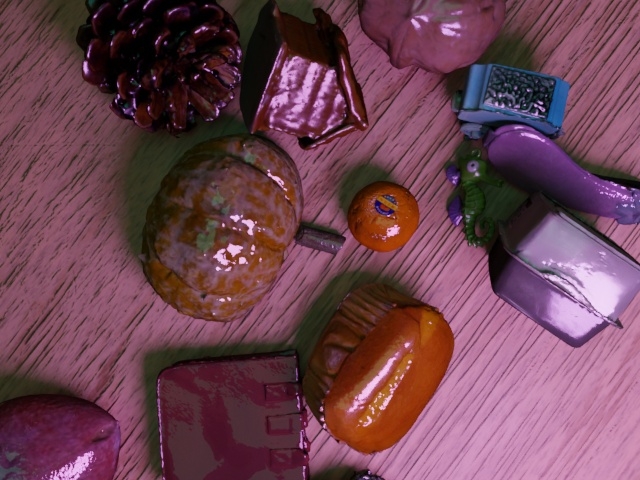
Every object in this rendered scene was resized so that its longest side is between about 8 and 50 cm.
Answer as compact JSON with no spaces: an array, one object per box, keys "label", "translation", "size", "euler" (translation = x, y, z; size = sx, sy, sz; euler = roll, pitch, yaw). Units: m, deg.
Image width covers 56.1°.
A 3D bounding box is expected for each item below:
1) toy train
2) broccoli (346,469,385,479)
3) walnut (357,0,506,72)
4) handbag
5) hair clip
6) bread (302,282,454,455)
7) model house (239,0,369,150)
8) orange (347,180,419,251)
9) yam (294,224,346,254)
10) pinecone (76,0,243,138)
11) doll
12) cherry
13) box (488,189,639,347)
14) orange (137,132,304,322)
[{"label":"toy train","translation":[0.346,-0.247,1.104],"size":[0.203,0.163,0.112],"euler":[10,84,4]},{"label":"broccoli","translation":[0.032,0.541,1.067],"size":[0.198,0.177,0.275],"euler":[41,101,0]},{"label":"walnut","translation":[0.195,-0.422,1.080],"size":[0.227,0.273,0.274],"euler":[-27,82,40]},{"label":"handbag","translation":[-0.159,0.344,1.119],"size":[0.275,0.084,0.260],"euler":[-7,84,2]},{"label":"hair clip","translation":[0.455,-0.118,1.112],"size":[0.358,0.110,0.096],"euler":[18,91,-9]},{"label":"bread","translation":[0.104,0.224,1.055],"size":[0.204,0.156,0.288],"euler":[41,82,-23]},{"label":"model house","translation":[-0.021,-0.305,1.139],"size":[0.229,0.200,0.220],"euler":[15,127,-25]},{"label":"orange","translation":[0.116,-0.043,1.123],"size":[0.135,0.117,0.136],"euler":[1,72,-4]},{"label":"yam","translation":[0.000,0.000,1.161],"size":[0.094,0.043,0.043],"euler":[16,86,3]},{"label":"pinecone","translation":[-0.288,-0.341,1.106],"size":[0.295,0.242,0.298],"euler":[35,102,14]},{"label":"doll","translation":[0.289,-0.079,1.123],"size":[0.050,0.115,0.191],"euler":[7,81,-37]},{"label":"cherry","translation":[-0.500,0.398,1.068],"size":[0.307,0.221,0.261],"euler":[-29,92,-13]},{"label":"box","translation":[0.401,0.039,1.016],"size":[0.220,0.290,0.166],"euler":[35,108,5]},{"label":"orange","translation":[-0.185,-0.032,1.095],"size":[0.270,0.210,0.369],"euler":[25,89,3]}]
